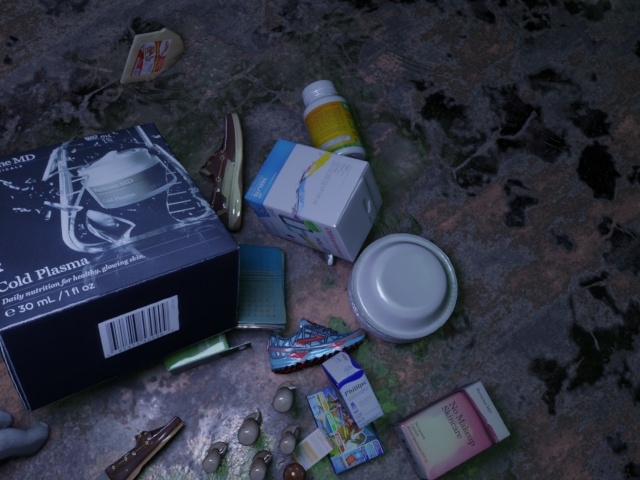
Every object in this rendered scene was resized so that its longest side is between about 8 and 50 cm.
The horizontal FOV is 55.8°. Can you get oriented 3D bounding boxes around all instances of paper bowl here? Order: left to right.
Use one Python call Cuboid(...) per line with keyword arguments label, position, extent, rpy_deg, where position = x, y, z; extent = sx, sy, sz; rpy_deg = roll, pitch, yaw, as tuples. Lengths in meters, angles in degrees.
Cuboid(label="paper bowl", position=(0.219, 0.120, 1.587), extent=(0.284, 0.148, 0.285), rpy_deg=(2, 72, -6))

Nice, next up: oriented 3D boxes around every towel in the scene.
Cuboid(label="towel", position=(-0.274, 0.110, 1.538), extent=(0.369, 0.040, 0.272), rpy_deg=(3, 46, -7))

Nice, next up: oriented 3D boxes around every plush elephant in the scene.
Cuboid(label="plush elephant", position=(-0.840, 0.450, 1.327), extent=(0.255, 0.330, 0.272), rpy_deg=(29, 78, 24))

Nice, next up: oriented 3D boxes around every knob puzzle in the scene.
Cuboid(label="knob puzzle", position=(-0.472, -0.533, 1.721), extent=(0.213, 0.213, 0.030), rpy_deg=(-37, 79, -15))

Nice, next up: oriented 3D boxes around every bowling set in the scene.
Cuboid(label="bowling set", position=(-0.124, 0.497, 1.440), extent=(0.287, 0.154, 0.200), rpy_deg=(-37, 90, -1))

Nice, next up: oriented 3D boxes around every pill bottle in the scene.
Cuboid(label="pill bottle", position=(0.030, -0.324, 1.719), extent=(0.136, 0.136, 0.246), rpy_deg=(-16, 74, -10))

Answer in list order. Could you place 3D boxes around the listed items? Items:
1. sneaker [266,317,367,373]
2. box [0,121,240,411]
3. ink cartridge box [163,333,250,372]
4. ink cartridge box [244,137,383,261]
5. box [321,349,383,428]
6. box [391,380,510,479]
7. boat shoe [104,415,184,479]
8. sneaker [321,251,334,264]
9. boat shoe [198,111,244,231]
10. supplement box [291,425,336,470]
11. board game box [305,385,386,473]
Cuboid(label="sneaker", position=(-0.011, 0.249, 1.544), extent=(0.261, 0.104, 0.125), rpy_deg=(-14, 72, -10))
Cuboid(label="box", position=(-0.497, 0.029, 1.346), extent=(0.479, 0.298, 0.472), rpy_deg=(-21, 52, -28))
Cuboid(label="ink cartridge box", position=(-0.282, 0.267, 1.508), extent=(0.209, 0.109, 0.062), rpy_deg=(-18, 75, -11))
Cuboid(label="ink cartridge box", position=(-0.010, -0.105, 1.564), extent=(0.270, 0.198, 0.197), rpy_deg=(18, 69, 26))
Cuboid(label="box", position=(0.074, 0.353, 1.441), extent=(0.072, 0.126, 0.137), rpy_deg=(-28, 107, -11))
Cuboid(label="box", position=(0.317, 0.468, 1.490), extent=(0.232, 0.127, 0.149), rpy_deg=(-25, 75, -12))
Cuboid(label="boat shoe", position=(-0.419, 0.493, 1.439), extent=(0.073, 0.073, 0.207), rpy_deg=(43, 73, 7))
Cuboid(label="sneaker", position=(0.000, 0.000, 1.656), extent=(0.064, 0.061, 0.158), rpy_deg=(-11, 62, 0))
Cuboid(label="boat shoe", position=(-0.272, -0.193, 1.659), extent=(0.123, 0.123, 0.342), rpy_deg=(1, 78, -7))
Cuboid(label="supplement box", position=(-0.017, 0.507, 1.470), extent=(0.098, 0.036, 0.062), rpy_deg=(-41, 73, 12))
Cuboid(label="board game box", position=(0.062, 0.460, 1.516), extent=(0.136, 0.035, 0.201), rpy_deg=(-19, 75, -11))
